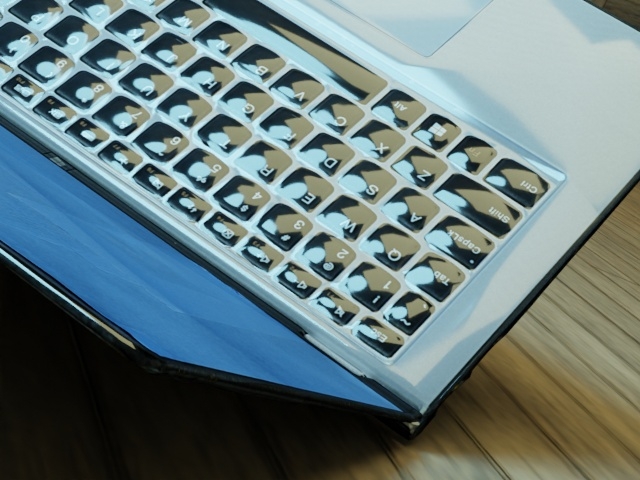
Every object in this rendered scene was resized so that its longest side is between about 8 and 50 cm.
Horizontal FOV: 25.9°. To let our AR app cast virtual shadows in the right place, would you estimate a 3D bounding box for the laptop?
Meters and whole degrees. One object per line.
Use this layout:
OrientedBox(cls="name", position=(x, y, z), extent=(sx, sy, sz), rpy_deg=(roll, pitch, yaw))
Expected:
OrientedBox(cls="laptop", position=(-0.068, -0.122, 0.551), extent=(0.382, 0.236, 0.408), rpy_deg=(35, 57, 19))
